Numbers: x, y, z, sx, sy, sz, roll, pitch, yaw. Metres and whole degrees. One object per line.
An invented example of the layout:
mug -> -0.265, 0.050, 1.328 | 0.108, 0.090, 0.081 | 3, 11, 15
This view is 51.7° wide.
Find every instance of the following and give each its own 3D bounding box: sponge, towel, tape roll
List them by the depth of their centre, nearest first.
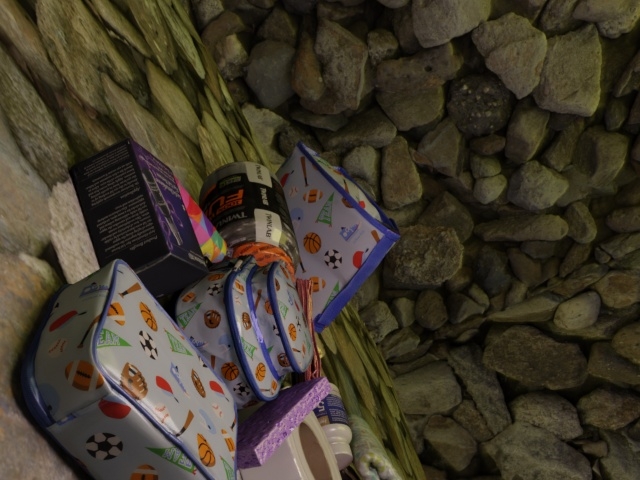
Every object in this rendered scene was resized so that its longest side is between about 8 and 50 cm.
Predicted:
sponge -> -0.077, 0.283, 1.022 | 0.210, 0.117, 0.031 | -32, 95, -54
tape roll -> -0.048, 0.416, 1.206 | 0.286, 0.100, 0.286 | 62, 6, -12
towel -> -0.038, 0.256, 1.442 | 0.329, 0.037, 0.237 | 101, -15, -59
towel -> 0.182, 0.623, 1.615 | 0.375, 0.090, 0.320 | 57, -7, -4

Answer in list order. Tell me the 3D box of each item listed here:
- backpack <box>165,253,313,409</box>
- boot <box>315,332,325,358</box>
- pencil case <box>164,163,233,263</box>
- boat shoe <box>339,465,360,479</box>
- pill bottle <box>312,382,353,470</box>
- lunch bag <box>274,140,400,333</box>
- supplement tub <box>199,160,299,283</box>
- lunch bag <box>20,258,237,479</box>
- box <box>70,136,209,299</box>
backpack -> -0.132, 0.160, 1.113 | 0.277, 0.213, 0.263 | 67, 17, -7
boot -> -0.065, 0.248, 1.781 | 0.262, 0.095, 0.204 | -38, 104, -86
pencil case -> -0.261, -0.032, 1.228 | 0.236, 0.104, 0.104 | 57, 9, -41
boat shoe -> 0.075, 0.607, 1.601 | 0.081, 0.068, 0.228 | 50, -7, 50
pill bottle -> 0.012, 0.439, 1.552 | 0.112, 0.111, 0.187 | 58, 8, -44
lunch bag -> 0.000, 0.000, 1.675 | 0.238, 0.328, 0.385 | 24, 19, -44
supplement tub -> -0.161, -0.012, 1.462 | 0.207, 0.207, 0.338 | 60, 7, -37
lunch bag -> -0.204, 0.183, 0.785 | 0.303, 0.114, 0.243 | 60, 5, -28
box -> -0.276, -0.028, 1.025 | 0.207, 0.108, 0.153 | 66, 6, 16
